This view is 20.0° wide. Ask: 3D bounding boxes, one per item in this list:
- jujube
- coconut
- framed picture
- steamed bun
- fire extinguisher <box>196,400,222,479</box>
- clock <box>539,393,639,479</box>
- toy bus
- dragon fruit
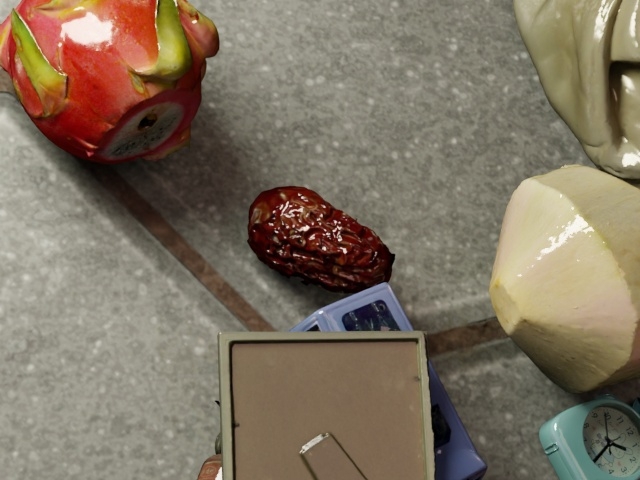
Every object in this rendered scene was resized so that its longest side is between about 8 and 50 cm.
[{"bbox_3d":[-0.002,0.001,1.911,0.166,0.104,0.104,20,59,16],"label":"jujube"},{"bbox_3d":[0.296,0.044,1.965,0.259,0.259,0.259,9,66,-20],"label":"coconut"},{"bbox_3d":[0.009,0.228,1.757,0.211,0.020,0.289,0,73,-8],"label":"framed picture"},{"bbox_3d":[0.429,-0.249,2.132,0.342,0.255,0.367,-31,83,-28],"label":"steamed bun"},{"bbox_3d":[-0.093,0.255,1.777,0.075,0.106,0.252,16,61,9],"label":"fire extinguisher"},{"bbox_3d":[0.322,0.224,2.008,0.147,0.045,0.108,-22,80,-30],"label":"clock"},{"bbox_3d":[0.076,0.198,1.858,0.125,0.133,0.292,-21,79,-30],"label":"toy bus"},{"bbox_3d":[-0.218,-0.194,1.847,0.224,0.224,0.227,-24,77,-30],"label":"dragon fruit"}]
